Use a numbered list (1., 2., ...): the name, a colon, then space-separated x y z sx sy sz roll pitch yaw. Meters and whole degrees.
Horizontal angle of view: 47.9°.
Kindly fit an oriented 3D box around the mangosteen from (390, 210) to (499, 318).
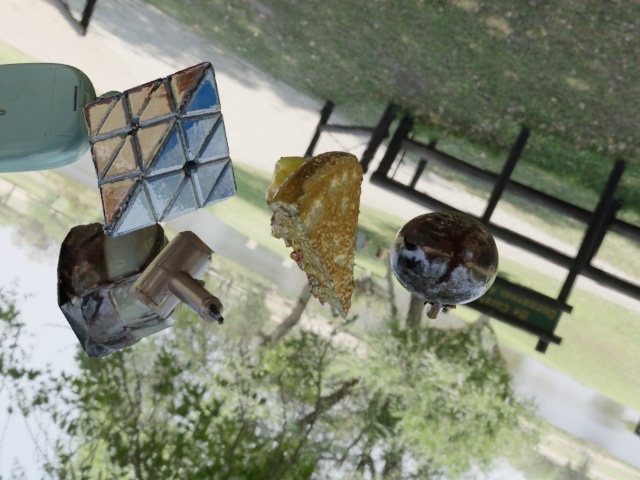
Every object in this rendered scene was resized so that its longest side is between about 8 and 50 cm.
1. mangosteen: 0.268 0.068 1.586 0.235 0.261 0.235 3 -155 -1

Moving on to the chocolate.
1. chocolate: -0.377 0.083 1.450 0.186 0.284 0.283 -9 162 14

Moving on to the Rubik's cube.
1. Rubik's cube: -0.140 -0.103 0.839 0.178 0.190 0.211 27 -144 -48

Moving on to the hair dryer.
1. hair dryer: -0.164 0.062 0.924 0.181 0.117 0.064 28 165 50

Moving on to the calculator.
1. calculator: -0.387 -0.160 0.913 0.295 0.184 0.042 -5 143 -9

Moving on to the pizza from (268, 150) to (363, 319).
1. pizza: 0.000 0.000 0.836 0.062 0.199 0.188 2 -160 30

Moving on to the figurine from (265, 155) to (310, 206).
1. figurine: -0.027 -0.117 1.512 0.156 0.131 0.246 64 -154 -10
